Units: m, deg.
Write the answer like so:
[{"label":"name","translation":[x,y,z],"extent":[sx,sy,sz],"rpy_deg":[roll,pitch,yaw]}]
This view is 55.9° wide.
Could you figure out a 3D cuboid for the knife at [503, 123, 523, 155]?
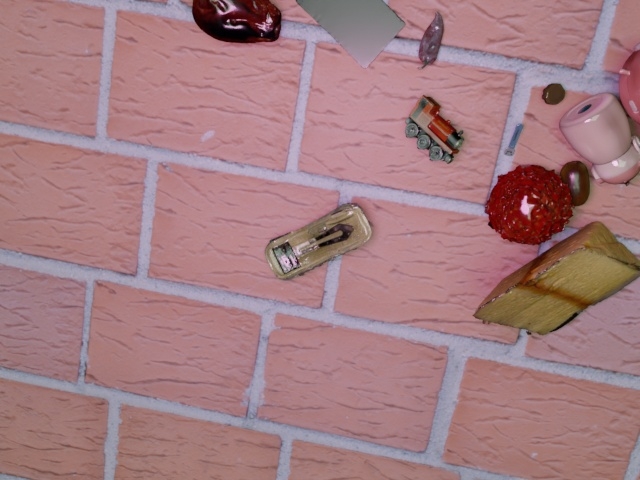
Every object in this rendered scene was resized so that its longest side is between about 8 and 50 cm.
[{"label":"knife","translation":[0.518,-0.268,1.614],"extent":[0.027,0.010,0.096],"rpy_deg":[11,124,-1]}]

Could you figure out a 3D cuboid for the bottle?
[{"label":"bottle","translation":[0.734,-0.245,1.547],"extent":[0.148,0.147,0.236],"rpy_deg":[-35,105,13]}]

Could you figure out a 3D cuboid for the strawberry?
[{"label":"strawberry","translation":[0.526,-0.092,1.566],"extent":[0.234,0.178,0.233],"rpy_deg":[1,92,26]}]

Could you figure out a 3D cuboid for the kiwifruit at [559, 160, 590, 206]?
[{"label":"kiwifruit","translation":[0.677,-0.150,1.607],"extent":[0.075,0.075,0.124],"rpy_deg":[-5,106,8]}]

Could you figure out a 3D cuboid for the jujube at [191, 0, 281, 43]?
[{"label":"jujube","translation":[-0.215,-0.594,1.570],"extent":[0.237,0.168,0.168],"rpy_deg":[19,104,-5]}]

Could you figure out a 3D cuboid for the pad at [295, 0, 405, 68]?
[{"label":"pad","translation":[0.079,-0.607,1.606],"extent":[0.265,0.009,0.159],"rpy_deg":[44,104,-3]}]

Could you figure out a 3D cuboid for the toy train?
[{"label":"toy train","translation":[0.303,-0.288,1.591],"extent":[0.176,0.074,0.118],"rpy_deg":[48,122,20]}]

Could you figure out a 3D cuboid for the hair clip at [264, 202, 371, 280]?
[{"label":"hair clip","translation":[0.000,0.000,1.714],"extent":[0.322,0.091,0.138],"rpy_deg":[-25,98,22]}]

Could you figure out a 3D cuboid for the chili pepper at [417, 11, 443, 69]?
[{"label":"chili pepper","translation":[0.290,-0.520,1.584],"extent":[0.050,0.041,0.153],"rpy_deg":[15,88,-17]}]

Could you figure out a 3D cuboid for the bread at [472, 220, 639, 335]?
[{"label":"bread","translation":[0.625,0.132,1.552],"extent":[0.346,0.405,0.242],"rpy_deg":[-40,85,26]}]

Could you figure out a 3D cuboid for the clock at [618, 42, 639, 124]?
[{"label":"clock","translation":[0.852,-0.387,1.469],"extent":[0.227,0.142,0.241],"rpy_deg":[-33,94,-12]}]

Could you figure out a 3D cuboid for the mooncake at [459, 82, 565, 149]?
[{"label":"mooncake","translation":[0.473,-0.318,1.600],"extent":[0.347,0.057,0.150],"rpy_deg":[-7,102,7]}]
